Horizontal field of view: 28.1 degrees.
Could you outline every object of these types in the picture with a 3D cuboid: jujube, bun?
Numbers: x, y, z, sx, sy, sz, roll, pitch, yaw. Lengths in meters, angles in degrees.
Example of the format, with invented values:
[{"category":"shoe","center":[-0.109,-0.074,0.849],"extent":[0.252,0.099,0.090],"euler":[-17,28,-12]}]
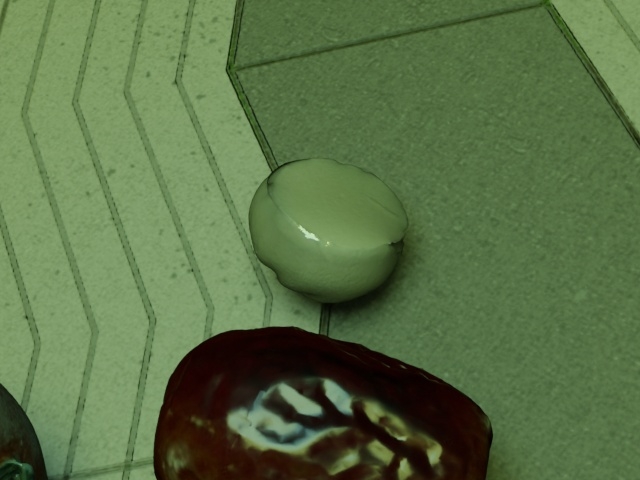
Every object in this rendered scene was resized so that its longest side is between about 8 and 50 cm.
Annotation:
[{"category":"jujube","center":[0.000,0.199,1.221],"extent":[0.318,0.223,0.223],"euler":[10,62,7]},{"category":"bun","center":[0.000,0.000,1.377],"extent":[0.173,0.120,0.172],"euler":[15,36,-11]}]

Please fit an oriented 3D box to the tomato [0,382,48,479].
[{"category":"tomato","center":[-0.402,0.253,1.195],"extent":[0.283,0.316,0.316],"euler":[-6,57,25]}]
